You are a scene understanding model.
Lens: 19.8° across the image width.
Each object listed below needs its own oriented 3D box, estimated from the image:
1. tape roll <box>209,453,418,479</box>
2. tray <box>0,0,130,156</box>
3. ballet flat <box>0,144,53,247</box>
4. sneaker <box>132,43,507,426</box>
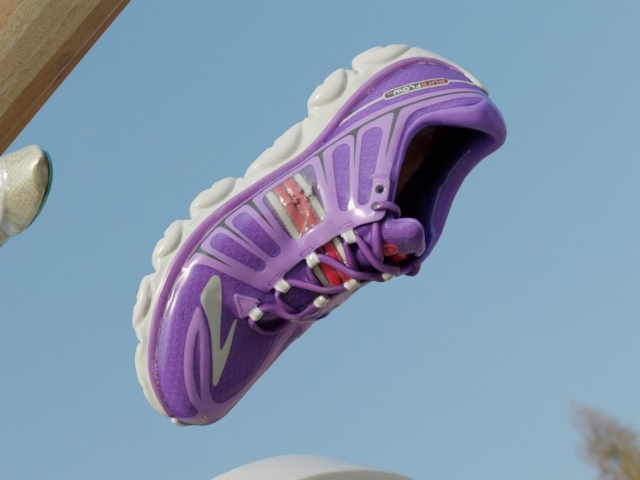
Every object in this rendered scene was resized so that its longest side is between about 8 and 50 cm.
[{"bbox_3d":[-0.010,0.353,1.350,0.392,0.072,0.392,-4,-83,-36],"label":"tape roll"},{"bbox_3d":[-0.222,-0.051,1.027,0.203,0.076,0.411,-42,13,36],"label":"tray"},{"bbox_3d":[-0.246,-0.026,1.374,0.052,0.057,0.168,-1,-19,-25],"label":"ballet flat"},{"bbox_3d":[0.000,0.000,0.663,0.170,0.071,0.068,-50,-45,-6],"label":"sneaker"}]
